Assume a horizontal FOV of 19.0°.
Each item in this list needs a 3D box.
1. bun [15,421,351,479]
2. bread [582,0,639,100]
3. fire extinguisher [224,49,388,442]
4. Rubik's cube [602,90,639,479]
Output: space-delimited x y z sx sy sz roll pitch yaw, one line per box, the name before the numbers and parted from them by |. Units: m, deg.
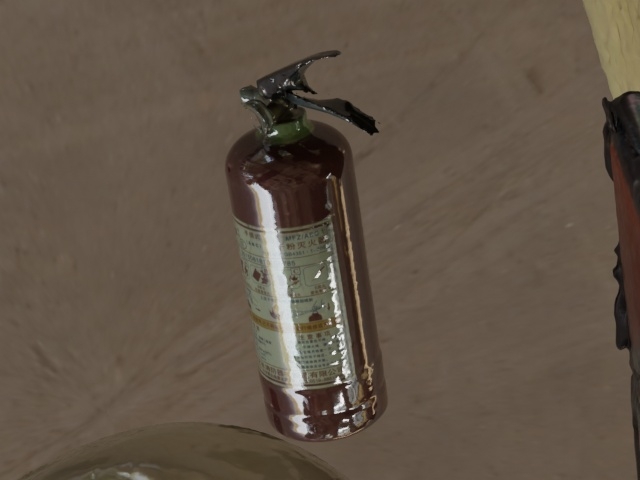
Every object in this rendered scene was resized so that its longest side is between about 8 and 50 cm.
bun | -0.049 0.125 0.440 0.120 0.173 0.173 19 82 -39
bread | 0.322 -0.200 0.963 0.371 0.279 0.390 -14 97 -4
fire extinguisher | 0.000 0.000 1.036 0.071 0.099 0.231 -34 128 -41
Rubik's cube | 0.167 0.087 0.463 0.178 0.190 0.211 -3 46 -1
